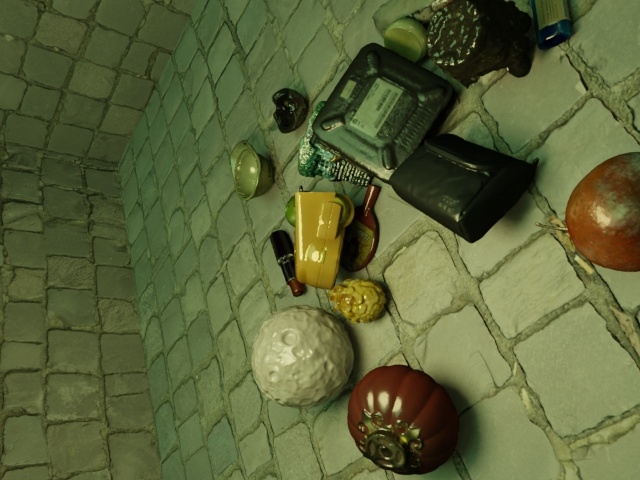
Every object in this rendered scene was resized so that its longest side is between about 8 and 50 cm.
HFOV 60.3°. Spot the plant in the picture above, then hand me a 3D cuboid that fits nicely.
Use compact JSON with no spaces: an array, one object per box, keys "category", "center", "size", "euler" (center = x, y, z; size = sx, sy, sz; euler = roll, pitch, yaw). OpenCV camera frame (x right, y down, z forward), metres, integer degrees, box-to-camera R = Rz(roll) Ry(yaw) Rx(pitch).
[{"category":"plant","center":[0.412,-0.504,1.404],"size":[0.188,0.276,0.198],"euler":[-26,73,51]}]

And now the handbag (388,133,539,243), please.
[{"category":"handbag","center":[0.361,-0.174,1.418],"size":[0.275,0.178,0.302],"euler":[-48,42,-1]}]

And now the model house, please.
[{"category":"model house","center":[0.091,-0.300,1.835],"size":[0.241,0.226,0.261],"euler":[27,108,25]}]

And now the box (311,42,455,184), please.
[{"category":"box","center":[0.183,-0.381,1.660],"size":[0.350,0.091,0.359],"euler":[34,96,21]}]

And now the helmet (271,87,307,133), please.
[{"category":"helmet","center":[-0.112,-0.523,2.207],"size":[0.153,0.107,0.176],"euler":[11,112,49]}]

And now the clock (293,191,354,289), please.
[{"category":"clock","center":[0.000,0.000,1.813],"size":[0.244,0.201,0.316],"euler":[-26,-58,-86]}]

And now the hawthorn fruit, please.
[{"category":"hawthorn fruit","center":[0.619,-0.043,1.105],"size":[0.263,0.232,0.235],"euler":[80,175,-56]}]

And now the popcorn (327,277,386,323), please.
[{"category":"popcorn","center":[0.115,0.186,1.741],"size":[0.170,0.180,0.180],"euler":[-42,44,-4]}]

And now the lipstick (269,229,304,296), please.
[{"category":"lipstick","center":[-0.124,0.087,2.126],"size":[0.081,0.081,0.299],"euler":[-51,47,33]}]

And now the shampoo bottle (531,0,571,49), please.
[{"category":"shampoo bottle","center":[0.575,-0.579,1.381],"size":[0.087,0.050,0.182],"euler":[-20,68,52]}]

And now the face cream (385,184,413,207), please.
[{"category":"face cream","center":[0.302,-0.125,1.624],"size":[0.250,0.077,0.077],"euler":[33,109,49]}]

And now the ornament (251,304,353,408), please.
[{"category":"ornament","center":[-0.050,0.373,1.784],"size":[0.337,0.337,0.336],"euler":[-13,74,50]}]

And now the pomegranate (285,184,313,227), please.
[{"category":"pomegranate","center":[-0.032,-0.088,1.992],"size":[0.220,0.156,0.156],"euler":[46,121,25]}]

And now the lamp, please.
[{"category":"lamp","center":[0.218,0.477,1.467],"size":[0.303,0.257,0.303],"euler":[14,120,25]}]

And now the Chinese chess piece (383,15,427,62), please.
[{"category":"Chinese chess piece","center":[0.267,-0.620,1.711],"size":[0.144,0.144,0.058],"euler":[2,48,52]}]

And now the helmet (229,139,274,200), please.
[{"category":"helmet","center":[-0.272,-0.290,2.334],"size":[0.204,0.137,0.257],"euler":[-30,68,45]}]

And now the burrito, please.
[{"category":"burrito","center":[0.328,-0.730,1.682],"size":[0.446,0.101,0.138],"euler":[-8,63,51]}]

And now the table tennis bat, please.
[{"category":"table tennis bat","center":[0.134,-0.041,1.861],"size":[0.200,0.038,0.310],"euler":[37,116,49]}]
